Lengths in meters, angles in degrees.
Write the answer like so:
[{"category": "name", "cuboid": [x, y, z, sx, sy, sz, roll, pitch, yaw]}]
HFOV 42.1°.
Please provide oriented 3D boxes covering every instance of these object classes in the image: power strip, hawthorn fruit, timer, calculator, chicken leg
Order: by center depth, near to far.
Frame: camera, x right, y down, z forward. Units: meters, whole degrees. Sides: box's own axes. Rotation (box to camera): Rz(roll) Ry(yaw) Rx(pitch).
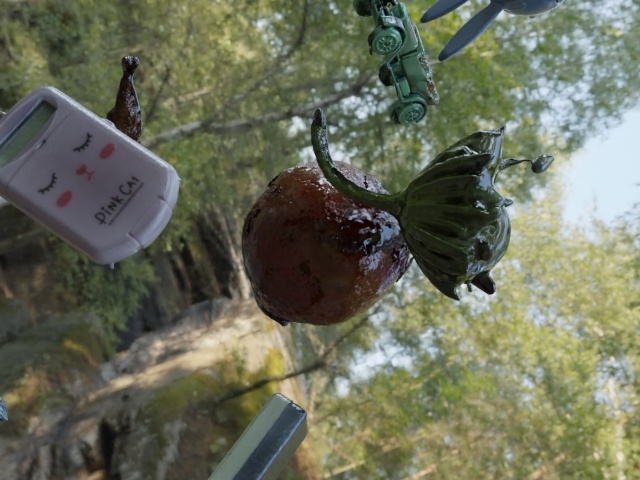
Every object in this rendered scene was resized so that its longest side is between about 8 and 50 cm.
[{"category": "calculator", "cuboid": [-0.197, -0.054, 0.666, 0.175, 0.100, 0.032, 33, -18, 9]}, {"category": "chicken leg", "cuboid": [-0.283, -0.168, 1.190, 0.219, 0.048, 0.089, 118, -39, -58]}, {"category": "power strip", "cuboid": [-0.109, 0.342, 1.225, 0.070, 0.256, 0.105, 33, -26, 16]}, {"category": "timer", "cuboid": [0.297, -0.392, 1.303, 0.255, 0.175, 0.175, -56, -134, 36]}, {"category": "hawthorn fruit", "cuboid": [0.002, 0.013, 1.438, 0.316, 0.316, 0.315, 163, -90, -76]}]

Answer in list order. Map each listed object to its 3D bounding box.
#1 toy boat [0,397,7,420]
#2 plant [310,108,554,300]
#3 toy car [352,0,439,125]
[{"category": "toy boat", "cuboid": [-0.591, 0.291, 1.387, 0.060, 0.137, 0.060, 89, 5, -57]}, {"category": "plant", "cuboid": [0.137, -0.049, 1.208, 0.334, 0.180, 0.250, 9, -100, 36]}, {"category": "toy car", "cuboid": [0.075, -0.178, 0.799, 0.143, 0.054, 0.073, 61, 14, -55]}]
